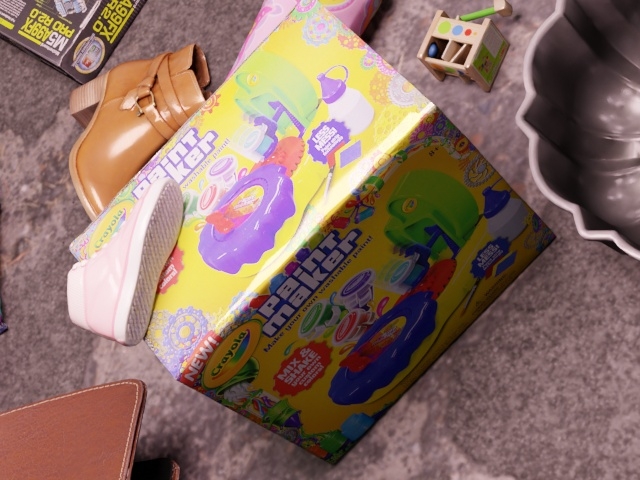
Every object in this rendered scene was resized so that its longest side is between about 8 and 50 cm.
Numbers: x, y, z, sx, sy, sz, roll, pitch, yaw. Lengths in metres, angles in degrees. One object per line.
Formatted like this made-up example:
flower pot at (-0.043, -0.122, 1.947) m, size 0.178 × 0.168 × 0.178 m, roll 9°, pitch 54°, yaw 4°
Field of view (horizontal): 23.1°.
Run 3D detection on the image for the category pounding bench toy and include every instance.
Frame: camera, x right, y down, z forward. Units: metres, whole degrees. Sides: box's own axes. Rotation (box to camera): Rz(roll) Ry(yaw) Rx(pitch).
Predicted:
pounding bench toy at (0.138, -0.193, 1.475) m, size 0.065 × 0.052 × 0.083 m, roll 18°, pitch 79°, yaw 34°

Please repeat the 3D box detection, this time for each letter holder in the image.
letter holder at (-0.261, 0.274, 1.433) m, size 0.302 × 0.152 × 0.214 m, roll -19°, pitch 40°, yaw 21°

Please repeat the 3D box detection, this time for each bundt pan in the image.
bundt pan at (0.337, -0.111, 1.286) m, size 0.331 × 0.124 × 0.331 m, roll -12°, pitch 63°, yaw 25°

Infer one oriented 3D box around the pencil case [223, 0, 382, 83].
pencil case at (-0.040, -0.156, 1.516) m, size 0.124 × 0.124 × 0.284 m, roll 20°, pitch 82°, yaw 34°

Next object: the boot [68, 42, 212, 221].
boot at (-0.178, -0.107, 1.603) m, size 0.152 × 0.073 × 0.197 m, roll -20°, pitch 63°, yaw 16°

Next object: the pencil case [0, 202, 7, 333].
pencil case at (-0.366, 0.023, 1.653) m, size 0.070 × 0.064 × 0.152 m, roll -28°, pitch 57°, yaw 35°

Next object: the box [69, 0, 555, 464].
box at (0.000, 0.000, 1.330) m, size 0.290 × 0.279 × 0.177 m, roll -47°, pitch 55°, yaw 4°

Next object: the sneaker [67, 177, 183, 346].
sneaker at (-0.156, 0.011, 1.209) m, size 0.070 × 0.051 × 0.134 m, roll 11°, pitch 79°, yaw 27°

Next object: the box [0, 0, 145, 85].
box at (-0.302, -0.319, 1.770) m, size 0.270 × 0.060 × 0.216 m, roll 30°, pitch 86°, yaw 35°
